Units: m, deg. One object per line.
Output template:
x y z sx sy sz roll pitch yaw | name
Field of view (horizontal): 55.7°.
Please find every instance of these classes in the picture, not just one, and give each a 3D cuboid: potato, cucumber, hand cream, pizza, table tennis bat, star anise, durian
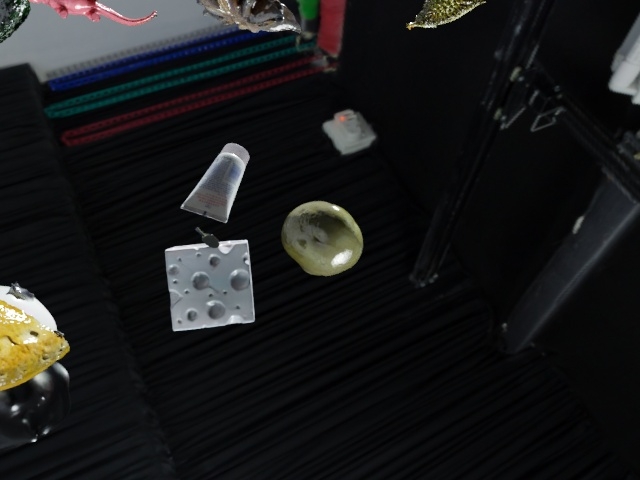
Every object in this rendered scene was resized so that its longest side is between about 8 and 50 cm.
0.000 0.000 1.380 0.177 0.160 0.235 61 -23 11 | potato
-0.716 -0.463 1.318 0.300 0.072 0.072 -14 -81 32 | cucumber
-0.280 -0.161 1.719 0.133 0.247 0.083 19 -33 8 | hand cream
-0.612 0.181 1.048 0.074 0.365 0.182 -42 -112 26 | pizza
-0.320 -0.008 1.707 0.050 0.007 0.083 -25 -58 40 | table tennis bat
-0.118 -0.378 0.977 0.195 0.182 0.065 20 90 -86 | star anise
0.287 -0.566 1.432 0.102 0.208 0.146 57 5 -25 | durian

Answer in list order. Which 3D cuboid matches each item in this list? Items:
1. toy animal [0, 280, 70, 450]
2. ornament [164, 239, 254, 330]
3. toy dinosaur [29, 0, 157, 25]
-0.653 0.248 1.243 0.251 0.251 0.309 -169 -118 -70 | toy animal
-0.331 0.129 1.853 0.240 0.240 0.239 -163 -113 -83 | ornament
-0.533 -0.540 1.395 0.139 0.286 0.070 37 -57 58 | toy dinosaur
